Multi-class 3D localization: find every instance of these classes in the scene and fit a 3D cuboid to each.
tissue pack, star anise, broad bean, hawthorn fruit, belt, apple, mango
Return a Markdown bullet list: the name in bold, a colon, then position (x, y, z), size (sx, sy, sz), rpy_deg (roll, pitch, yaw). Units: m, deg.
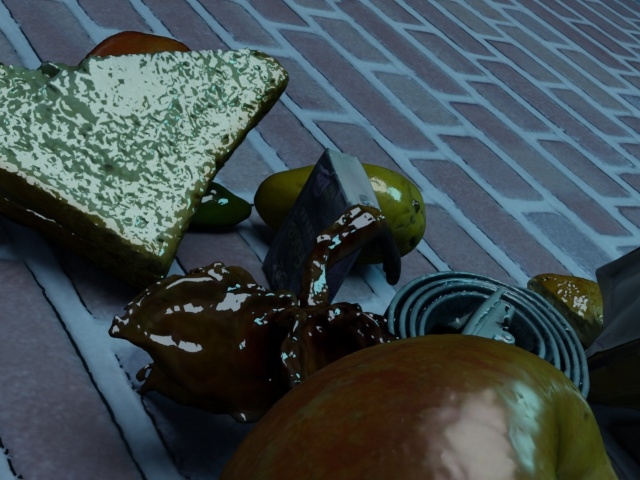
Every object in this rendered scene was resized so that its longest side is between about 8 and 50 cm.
- **tissue pack**: position (0.000, 0.000, 1.046), size (0.051, 0.156, 0.112), rpy_deg (16, 29, -23)
- **star anise**: position (-0.022, 0.066, 0.858), size (0.237, 0.148, 0.346), rpy_deg (-12, 7, 40)
- **broad bean**: position (-0.181, -0.042, 1.094), size (0.254, 0.046, 0.065), rpy_deg (0, 53, -35)
- **hawthorn fruit**: position (-0.224, -0.144, 1.145), size (0.162, 0.162, 0.203), rpy_deg (37, 48, 23)
- **belt**: position (0.153, 0.119, 1.001), size (0.206, 0.116, 0.267), rpy_deg (21, 30, 4)
- **apple**: position (0.071, 0.195, 0.652), size (0.301, 0.301, 0.301), rpy_deg (18, 29, -11)
- **mango**: position (0.022, -0.031, 1.159), size (0.195, 0.137, 0.098), rpy_deg (4, 66, -6)

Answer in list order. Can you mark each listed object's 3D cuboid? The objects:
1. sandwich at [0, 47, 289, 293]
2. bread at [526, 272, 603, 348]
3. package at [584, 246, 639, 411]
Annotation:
- **sandwich**: position (-0.198, -0.119, 1.014), size (0.254, 0.099, 0.288), rpy_deg (32, 60, 0)
- **bread**: position (0.347, 0.088, 1.271), size (0.136, 0.054, 0.154), rpy_deg (1, 39, -41)
- **package**: position (0.389, 0.105, 1.020), size (0.221, 0.311, 0.165), rpy_deg (49, 61, 0)
